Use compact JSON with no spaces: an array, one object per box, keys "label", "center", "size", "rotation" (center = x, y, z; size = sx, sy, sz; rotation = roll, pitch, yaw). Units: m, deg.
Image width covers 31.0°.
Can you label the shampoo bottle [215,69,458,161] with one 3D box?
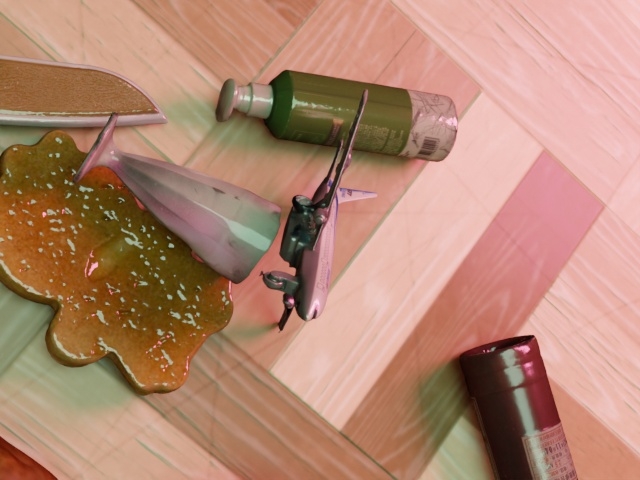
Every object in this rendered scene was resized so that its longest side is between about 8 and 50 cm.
[{"label":"shampoo bottle","center":[0.013,-0.108,0.989],"size":[0.204,0.065,0.065],"rotation":[6,82,-20]}]

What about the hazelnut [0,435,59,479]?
[{"label":"hazelnut","center":[-0.271,0.216,0.787],"size":[0.210,0.186,0.210],"rotation":[5,82,-37]}]

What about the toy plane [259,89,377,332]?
[{"label":"toy plane","center":[-0.003,-0.002,0.893],"size":[0.058,0.226,0.226],"rotation":[22,119,4]}]

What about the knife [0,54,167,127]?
[{"label":"knife","center":[-0.287,-0.120,0.898],"size":[0.343,0.027,0.061],"rotation":[3,66,-22]}]

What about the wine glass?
[{"label":"wine glass","center":[-0.112,-0.032,0.903],"size":[0.155,0.073,0.073],"rotation":[29,75,-13]}]

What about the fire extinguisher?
[{"label":"fire extinguisher","center":[0.196,0.198,1.020],"size":[0.099,0.071,0.231],"rotation":[-19,92,-48]}]

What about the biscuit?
[{"label":"biscuit","center":[-0.176,0.018,0.919],"size":[0.225,0.036,0.166],"rotation":[40,66,-11]}]
